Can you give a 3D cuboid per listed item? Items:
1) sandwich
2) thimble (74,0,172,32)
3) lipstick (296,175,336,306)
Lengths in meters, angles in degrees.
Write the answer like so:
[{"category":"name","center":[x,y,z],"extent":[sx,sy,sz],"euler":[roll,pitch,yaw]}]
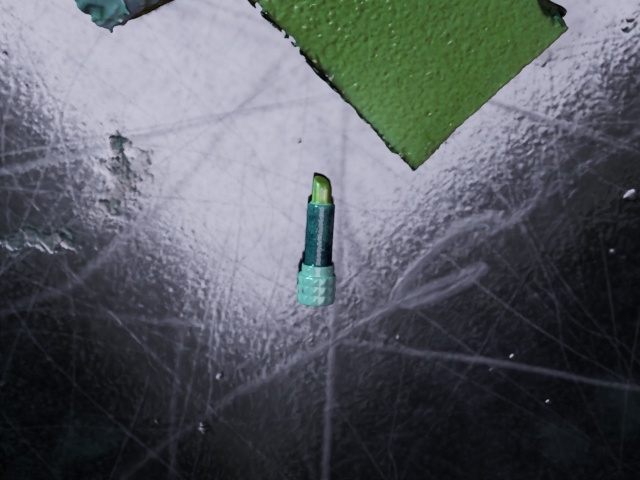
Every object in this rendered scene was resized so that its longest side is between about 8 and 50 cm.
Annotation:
[{"category":"sandwich","center":[0.072,-0.210,0.812],"extent":[0.212,0.063,0.245],"euler":[-42,121,8]},{"category":"thimble","center":[-0.155,-0.252,0.783],"extent":[0.118,0.127,0.151],"euler":[-28,117,9]},{"category":"lipstick","center":[0.000,0.000,0.912],"extent":[0.037,0.037,0.116],"euler":[4,102,-3]}]
